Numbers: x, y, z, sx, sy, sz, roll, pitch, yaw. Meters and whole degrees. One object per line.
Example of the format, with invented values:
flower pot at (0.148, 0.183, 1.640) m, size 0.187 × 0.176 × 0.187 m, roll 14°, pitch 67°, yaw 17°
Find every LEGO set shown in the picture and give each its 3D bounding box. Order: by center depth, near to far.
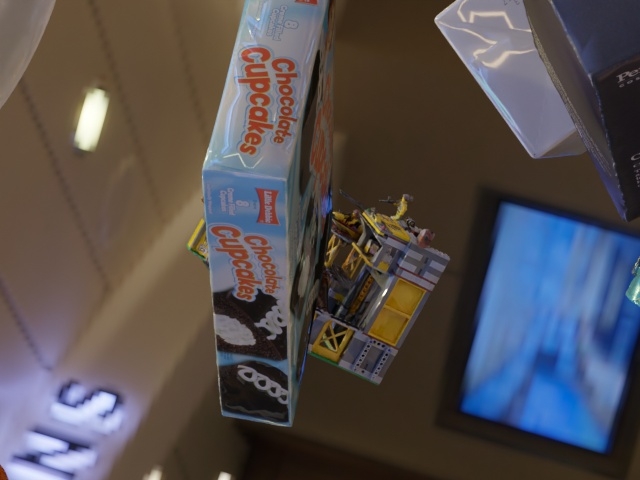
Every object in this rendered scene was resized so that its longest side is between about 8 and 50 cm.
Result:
LEGO set at (0.000, 0.000, 2.181) m, size 0.192 × 0.255 × 0.331 m, roll -61°, pitch 12°, yaw 10°

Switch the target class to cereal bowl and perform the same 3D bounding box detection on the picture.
cereal bowl at (-0.472, -0.312, 2.593) m, size 0.339 × 0.141 × 0.339 m, roll -63°, pitch -6°, yaw -12°

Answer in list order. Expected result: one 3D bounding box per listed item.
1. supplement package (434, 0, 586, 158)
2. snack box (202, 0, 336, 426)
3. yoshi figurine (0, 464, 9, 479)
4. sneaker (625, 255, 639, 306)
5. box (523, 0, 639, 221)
supplement package at (0.263, -0.202, 1.992) m, size 0.177 × 0.175 × 0.293 m, roll -37°, pitch -7°, yaw 15°
snack box at (-0.031, -0.029, 1.362) m, size 0.322 × 0.060 × 0.187 m, roll 90°, pitch -171°, yaw -57°
yoshi figurine at (-0.310, 0.076, 1.215) m, size 0.362 × 0.204 × 0.203 m, roll 48°, pitch -142°, yaw -29°
sneaker at (0.339, -0.017, 1.789) m, size 0.178 × 0.295 × 0.124 m, roll -49°, pitch 34°, yaw 1°
box at (0.320, -0.200, 1.366) m, size 0.312 × 0.343 × 0.179 m, roll 54°, pitch -168°, yaw -70°
